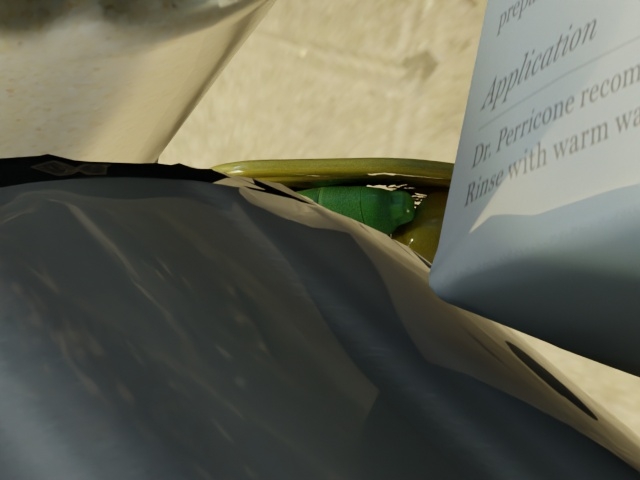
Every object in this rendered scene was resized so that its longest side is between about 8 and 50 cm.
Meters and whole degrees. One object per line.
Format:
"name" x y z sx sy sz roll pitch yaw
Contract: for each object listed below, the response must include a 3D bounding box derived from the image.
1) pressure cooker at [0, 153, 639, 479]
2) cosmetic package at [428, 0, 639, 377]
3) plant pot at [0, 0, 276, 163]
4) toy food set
"pressure cooker" -0.003 0.225 0.353 0.375 0.420 0.370 -29 130 -18
"cosmetic package" 0.165 -0.160 0.378 0.156 0.217 0.385 22 71 -23
"plant pot" -0.151 -0.119 0.702 0.333 0.305 0.334 10 68 -26
"toy food set" 0.000 0.000 1.101 0.218 0.128 0.071 0 80 23
